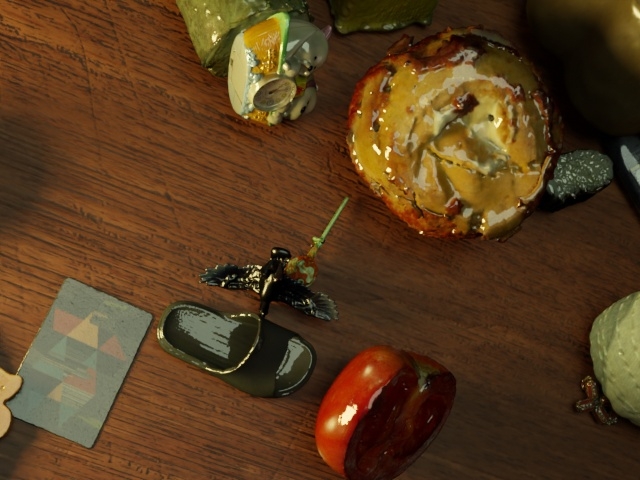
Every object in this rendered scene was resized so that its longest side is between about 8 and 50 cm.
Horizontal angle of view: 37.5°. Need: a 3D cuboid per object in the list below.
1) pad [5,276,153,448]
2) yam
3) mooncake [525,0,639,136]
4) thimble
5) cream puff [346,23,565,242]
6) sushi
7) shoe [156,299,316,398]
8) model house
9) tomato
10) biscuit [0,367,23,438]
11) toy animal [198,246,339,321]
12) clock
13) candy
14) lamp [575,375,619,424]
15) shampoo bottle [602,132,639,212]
[{"bbox_3d":[-0.344,0.171,1.340,0.143,0.003,0.211,25,70,-10],"label":"pad"},{"bbox_3d":[-0.146,-0.425,1.459,0.195,0.195,0.300,-20,83,-21],"label":"yam"},{"bbox_3d":[0.601,-0.394,1.619,0.467,0.262,0.467,9,62,-18],"label":"mooncake"},{"bbox_3d":[0.562,0.195,1.508,0.205,0.172,0.250,-22,81,-32],"label":"thimble"},{"bbox_3d":[0.209,-0.169,1.476,0.350,0.228,0.350,-1,97,-4],"label":"cream puff"},{"bbox_3d":[0.423,-0.104,1.605,0.150,0.078,0.090,-21,77,-20],"label":"sushi"},{"bbox_3d":[-0.118,0.155,1.367,0.241,0.093,0.108,21,70,-9],"label":"shoe"},{"bbox_3d":[0.119,-0.462,1.522,0.193,0.234,0.174,-8,78,-17],"label":"model house"},{"bbox_3d":[0.076,0.240,1.365,0.233,0.139,0.200,21,100,-50],"label":"tomato"},{"bbox_3d":[-0.487,0.232,1.265,0.162,0.035,0.250,3,75,-11],"label":"biscuit"},{"bbox_3d":[-0.074,0.067,1.404,0.220,0.108,0.062,14,41,2],"label":"toy animal"},{"bbox_3d":[-0.060,-0.253,1.418,0.144,0.231,0.103,-12,61,-20],"label":"clock"},{"bbox_3d":[0.000,0.000,1.471,0.056,0.049,0.184,13,57,33],"label":"candy"},{"bbox_3d":[0.459,0.269,1.546,0.083,0.031,0.063,31,71,-11],"label":"lamp"},{"bbox_3d":[0.577,-0.105,1.666,0.087,0.049,0.233,-29,86,-24],"label":"shampoo bottle"}]
